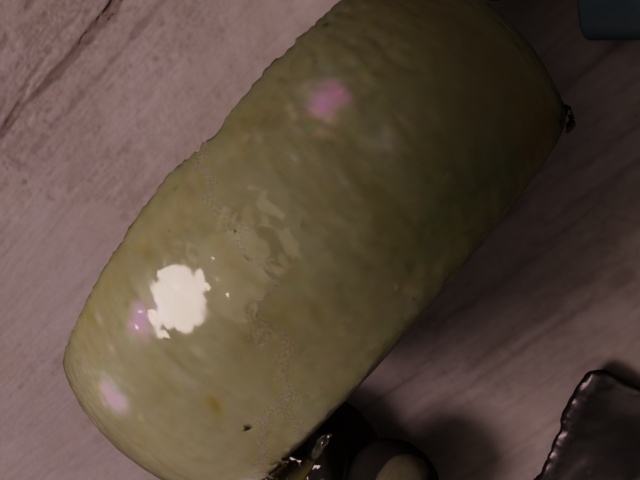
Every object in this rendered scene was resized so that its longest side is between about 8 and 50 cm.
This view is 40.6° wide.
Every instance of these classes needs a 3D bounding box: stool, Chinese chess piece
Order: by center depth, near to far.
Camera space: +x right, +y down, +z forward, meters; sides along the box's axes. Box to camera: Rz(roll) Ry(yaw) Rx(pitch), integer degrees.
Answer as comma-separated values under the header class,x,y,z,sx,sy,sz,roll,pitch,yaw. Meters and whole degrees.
class,x,y,z,sx,sy,sz,roll,pitch,yaw
Chinese chess piece,0.000,0.000,0.547,0.146,0.349,0.349,40,116,1
stool,-0.022,0.191,0.691,0.228,0.139,0.153,-38,58,32

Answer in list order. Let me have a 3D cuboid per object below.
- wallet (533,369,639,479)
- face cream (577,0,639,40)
class,x,y,z,sx,sy,sz,roll,pitch,yaw
wallet,0.292,0.208,0.597,0.285,0.030,0.146,26,113,25
face cream,0.287,-0.158,0.512,0.250,0.077,0.077,6,101,27
